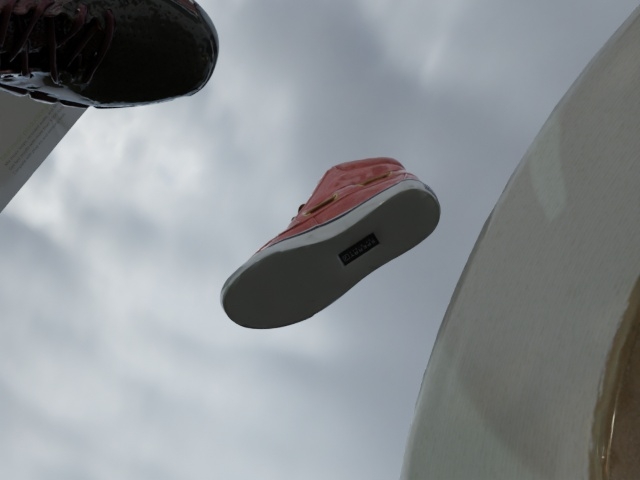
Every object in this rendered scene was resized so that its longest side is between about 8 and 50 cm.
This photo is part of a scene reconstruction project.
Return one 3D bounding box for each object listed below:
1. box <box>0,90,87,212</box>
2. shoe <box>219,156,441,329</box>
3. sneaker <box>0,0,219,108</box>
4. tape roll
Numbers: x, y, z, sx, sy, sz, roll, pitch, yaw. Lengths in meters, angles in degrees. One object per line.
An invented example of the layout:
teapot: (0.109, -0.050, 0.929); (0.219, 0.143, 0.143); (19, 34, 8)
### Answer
box: (-0.408, -0.159, 1.528); (0.058, 0.232, 0.322); (18, -24, 49)
shoe: (0.000, 0.000, 1.145); (0.178, 0.081, 0.063); (-30, -62, -3)
sneaker: (-0.196, -0.110, 0.925); (0.281, 0.162, 0.106); (11, -60, -15)
tape roll: (0.169, 0.043, 0.393); (0.072, 0.392, 0.392); (29, -37, -29)
